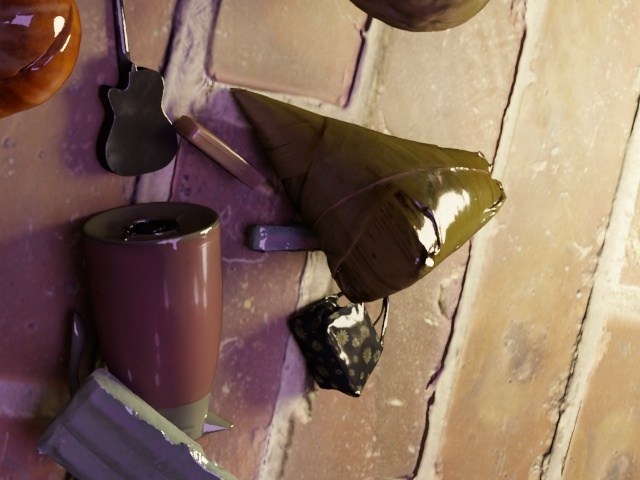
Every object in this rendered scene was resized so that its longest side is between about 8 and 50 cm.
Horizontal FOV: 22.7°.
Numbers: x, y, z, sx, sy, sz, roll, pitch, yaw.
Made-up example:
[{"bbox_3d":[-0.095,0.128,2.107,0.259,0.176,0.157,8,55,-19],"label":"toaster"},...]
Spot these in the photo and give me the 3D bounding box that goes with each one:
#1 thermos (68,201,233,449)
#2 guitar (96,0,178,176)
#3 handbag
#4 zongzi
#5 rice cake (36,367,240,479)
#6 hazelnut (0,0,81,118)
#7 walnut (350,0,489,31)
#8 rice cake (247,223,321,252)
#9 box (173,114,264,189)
[{"bbox_3d":[-0.185,0.104,1.707,0.176,0.146,0.265,0,107,5],"label":"thermos"},{"bbox_3d":[-0.201,-0.182,1.682,0.088,0.025,0.233,-15,111,-32],"label":"guitar"},{"bbox_3d":[0.038,0.105,1.925,0.139,0.072,0.115,-46,124,-34],"label":"handbag"},{"bbox_3d":[0.060,-0.100,1.865,0.300,0.145,0.274,52,38,2],"label":"zongzi"},{"bbox_3d":[-0.178,0.242,1.678,0.237,0.043,0.127,39,113,-14],"label":"rice cake"},{"bbox_3d":[-0.315,-0.206,1.504,0.182,0.182,0.182,-11,109,-35],"label":"hazelnut"},{"bbox_3d":[0.117,-0.351,1.734,0.248,0.248,0.248,-11,109,-35],"label":"walnut"},{"bbox_3d":[0.001,-0.001,1.881,0.207,0.033,0.033,1,92,-38],"label":"rice cake"},{"bbox_3d":[-0.111,-0.097,1.759,0.115,0.048,0.025,37,86,-37],"label":"box"}]
